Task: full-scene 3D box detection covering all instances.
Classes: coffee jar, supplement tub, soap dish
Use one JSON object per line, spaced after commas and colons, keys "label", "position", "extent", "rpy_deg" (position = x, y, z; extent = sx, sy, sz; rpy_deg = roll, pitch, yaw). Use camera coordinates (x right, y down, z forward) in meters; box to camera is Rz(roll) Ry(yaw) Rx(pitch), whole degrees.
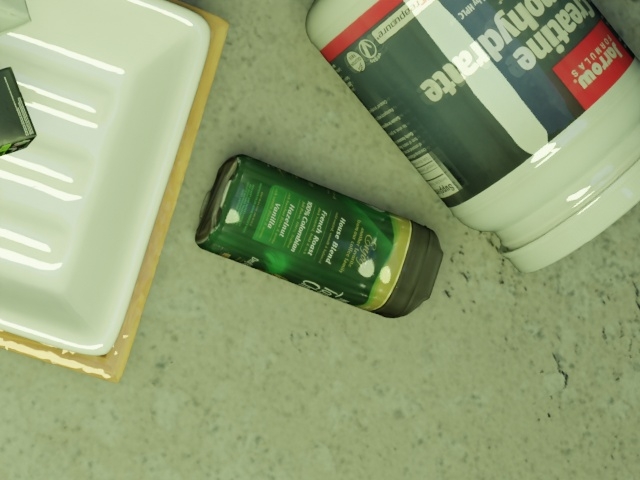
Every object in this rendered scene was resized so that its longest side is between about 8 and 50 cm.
{"label": "coffee jar", "position": [0.000, 0.000, 1.225], "extent": [0.184, 0.096, 0.079], "rpy_deg": [21, 81, -12]}
{"label": "supplement tub", "position": [0.137, -0.130, 1.231], "extent": [0.191, 0.191, 0.272], "rpy_deg": [-42, 95, -17]}
{"label": "soap dish", "position": [-0.218, -0.064, 1.158], "extent": [0.228, 0.118, 0.291], "rpy_deg": [19, 78, -13]}

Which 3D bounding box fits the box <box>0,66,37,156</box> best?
{"label": "box", "position": [-0.242, -0.077, 1.057], "extent": [0.083, 0.062, 0.052], "rpy_deg": [-20, 91, -18]}

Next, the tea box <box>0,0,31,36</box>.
{"label": "tea box", "position": [-0.380, -0.269, 0.947], "extent": [0.220, 0.323, 0.329], "rpy_deg": [-20, 83, 17]}
